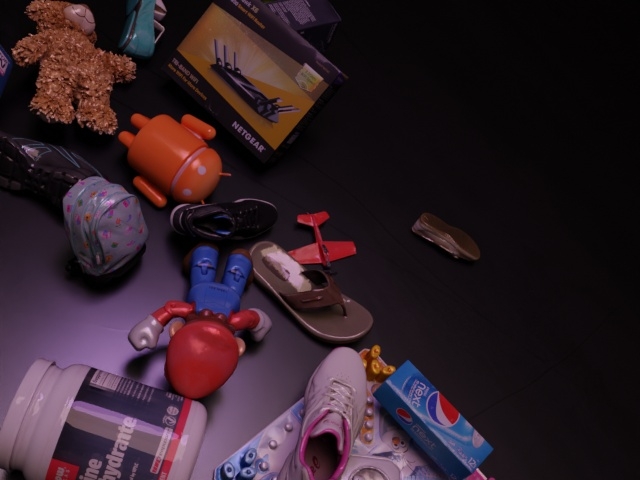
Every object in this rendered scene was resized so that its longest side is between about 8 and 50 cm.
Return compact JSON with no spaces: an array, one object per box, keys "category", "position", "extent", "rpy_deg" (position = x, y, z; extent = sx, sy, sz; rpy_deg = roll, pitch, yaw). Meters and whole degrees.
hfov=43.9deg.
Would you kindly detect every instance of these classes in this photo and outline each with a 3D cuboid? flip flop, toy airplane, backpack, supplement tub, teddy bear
[{"category":"flip flop","position":[-0.021,0.091,1.495],"extent":[0.277,0.080,0.112],"rpy_deg":[40,55,8]},{"category":"toy airplane","position":[0.000,0.000,1.591],"extent":[0.151,0.028,0.151],"rpy_deg":[8,58,-13]},{"category":"backpack","position":[-0.372,-0.026,1.377],"extent":[0.115,0.182,0.152],"rpy_deg":[19,48,22]},{"category":"supplement tub","position":[-0.323,0.299,1.195],"extent":[0.272,0.191,0.191],"rpy_deg":[20,55,-7]},{"category":"teddy bear","position":[-0.487,-0.352,1.573],"extent":[0.245,0.113,0.338],"rpy_deg":[19,49,-19]}]

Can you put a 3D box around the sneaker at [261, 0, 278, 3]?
[{"category":"sneaker","position":[-0.151,-0.605,1.828],"extent":[0.300,0.111,0.121],"rpy_deg":[35,18,15]}]

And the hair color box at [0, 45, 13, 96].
[{"category":"hair color box","position":[-0.687,-0.215,1.402],"extent":[0.174,0.105,0.347],"rpy_deg":[-4,57,14]}]

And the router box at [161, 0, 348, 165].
[{"category":"router box","position":[-0.137,-0.345,1.639],"extent":[0.309,0.243,0.081],"rpy_deg":[42,11,10]}]

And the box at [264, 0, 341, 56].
[{"category":"box","position":[-0.060,-0.456,1.774],"extent":[0.158,0.156,0.093],"rpy_deg":[-22,69,-29]}]

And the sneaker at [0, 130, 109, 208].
[{"category":"sneaker","position":[-0.517,-0.134,1.474],"extent":[0.267,0.101,0.106],"rpy_deg":[28,28,5]}]

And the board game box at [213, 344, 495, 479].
[{"category":"board game box","position":[0.085,0.422,1.346],"extent":[0.390,0.050,0.390],"rpy_deg":[-33,74,-32]}]

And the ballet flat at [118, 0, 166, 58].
[{"category":"ballet flat","position":[-0.384,-0.490,1.743],"extent":[0.087,0.083,0.247],"rpy_deg":[24,51,-33]}]

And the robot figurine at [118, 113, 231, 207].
[{"category":"robot figurine","position":[-0.281,-0.157,1.531],"extent":[0.219,0.128,0.158],"rpy_deg":[37,56,6]}]

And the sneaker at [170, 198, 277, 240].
[{"category":"sneaker","position":[-0.160,-0.031,1.482],"extent":[0.217,0.121,0.079],"rpy_deg":[-5,100,-29]}]

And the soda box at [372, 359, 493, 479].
[{"category":"soda box","position":[0.193,0.313,1.375],"extent":[0.210,0.071,0.067],"rpy_deg":[45,56,12]}]

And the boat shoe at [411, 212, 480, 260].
[{"category":"boat shoe","position":[0.267,0.000,1.679],"extent":[0.153,0.048,0.056],"rpy_deg":[30,42,-7]}]

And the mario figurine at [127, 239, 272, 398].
[{"category":"mario figurine","position":[-0.204,0.151,1.371],"extent":[0.198,0.170,0.320],"rpy_deg":[-13,35,14]}]

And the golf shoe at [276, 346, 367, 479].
[{"category":"golf shoe","position":[0.023,0.295,1.288],"extent":[0.115,0.140,0.306],"rpy_deg":[21,54,-4]}]
